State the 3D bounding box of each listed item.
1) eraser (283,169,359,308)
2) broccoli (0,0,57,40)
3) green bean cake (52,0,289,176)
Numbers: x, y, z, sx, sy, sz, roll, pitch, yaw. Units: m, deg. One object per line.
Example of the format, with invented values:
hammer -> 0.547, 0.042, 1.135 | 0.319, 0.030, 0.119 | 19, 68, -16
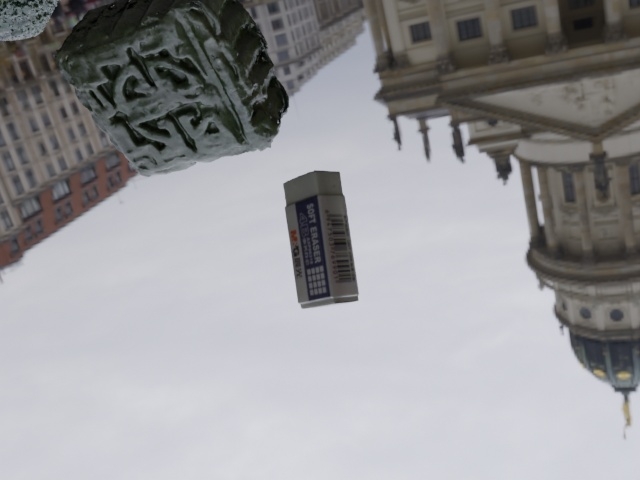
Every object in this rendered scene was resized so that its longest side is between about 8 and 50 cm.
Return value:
eraser -> 0.000, 0.000, 1.586 | 0.081, 0.279, 0.124 | -3, 172, -38
broccoli -> -0.553, -0.472, 1.237 | 0.298, 0.297, 0.297 | -17, -148, 11
green bean cake -> -0.195, -0.222, 1.038 | 0.255, 0.241, 0.132 | -9, -140, 22
